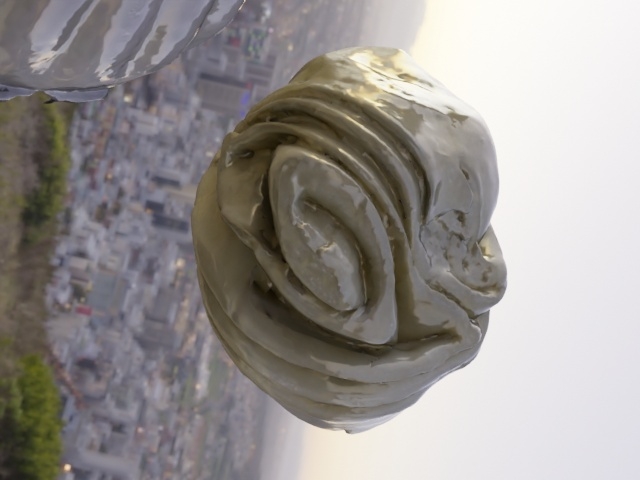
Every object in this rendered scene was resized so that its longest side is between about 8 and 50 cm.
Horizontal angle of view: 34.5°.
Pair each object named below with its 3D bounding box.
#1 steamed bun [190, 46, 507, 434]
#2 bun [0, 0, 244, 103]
[{"bbox_3d":[0.002,0.002,0.839,0.203,0.276,0.289,-1,128,-46],"label":"steamed bun"},{"bbox_3d":[-0.100,-0.205,0.464,0.175,0.263,0.263,-6,-116,48],"label":"bun"}]
